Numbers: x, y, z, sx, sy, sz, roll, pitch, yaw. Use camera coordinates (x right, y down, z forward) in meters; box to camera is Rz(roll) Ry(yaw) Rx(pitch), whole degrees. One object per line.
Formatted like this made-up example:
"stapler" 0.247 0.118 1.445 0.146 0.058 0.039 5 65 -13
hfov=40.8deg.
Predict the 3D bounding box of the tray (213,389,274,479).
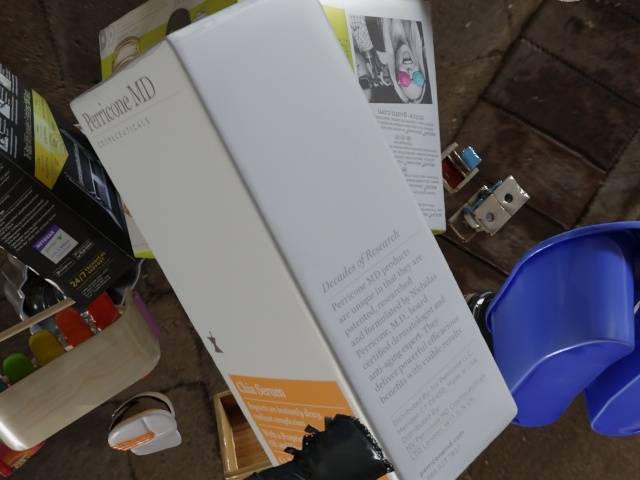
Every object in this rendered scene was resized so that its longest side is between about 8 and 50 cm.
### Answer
"tray" -0.018 0.378 1.877 0.411 0.076 0.202 -19 53 6

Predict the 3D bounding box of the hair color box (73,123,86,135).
"hair color box" -0.514 -0.102 1.433 0.347 0.174 0.105 -1 123 37

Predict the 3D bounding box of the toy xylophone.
"toy xylophone" -0.402 0.184 1.331 0.323 0.081 0.236 -25 125 -17

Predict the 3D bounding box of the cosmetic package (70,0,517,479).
"cosmetic package" -0.025 0.016 0.818 0.161 0.230 0.453 -35 104 -33

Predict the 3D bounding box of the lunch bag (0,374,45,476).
"lunch bag" -0.615 0.266 1.518 0.120 0.258 0.293 -43 103 -14

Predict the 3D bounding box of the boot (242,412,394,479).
"boot" 0.009 0.184 0.626 0.099 0.121 0.045 -27 124 -20

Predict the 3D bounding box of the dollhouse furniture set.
"dollhouse furniture set" 0.319 -0.109 1.850 0.129 0.129 0.183 -43 96 -18

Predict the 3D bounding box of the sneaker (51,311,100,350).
"sneaker" -0.432 0.172 1.622 0.167 0.076 0.064 -15 75 34

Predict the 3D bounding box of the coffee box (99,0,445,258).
"coffee box" -0.071 -0.153 1.197 0.338 0.338 0.334 0 84 -41

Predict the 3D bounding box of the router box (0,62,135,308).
"router box" -0.335 -0.090 0.961 0.081 0.309 0.243 -42 121 5

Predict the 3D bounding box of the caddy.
"caddy" 0.333 0.099 1.015 0.241 0.341 0.179 8 59 -4

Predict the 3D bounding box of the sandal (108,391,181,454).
"sandal" -0.277 0.280 1.342 0.102 0.265 0.076 -16 71 -10

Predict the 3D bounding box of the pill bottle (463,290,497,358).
"pill bottle" 0.193 0.156 1.366 0.219 0.123 0.122 -17 96 45

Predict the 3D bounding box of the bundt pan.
"bundt pan" -0.532 0.042 1.816 0.124 0.331 0.330 27 96 28
